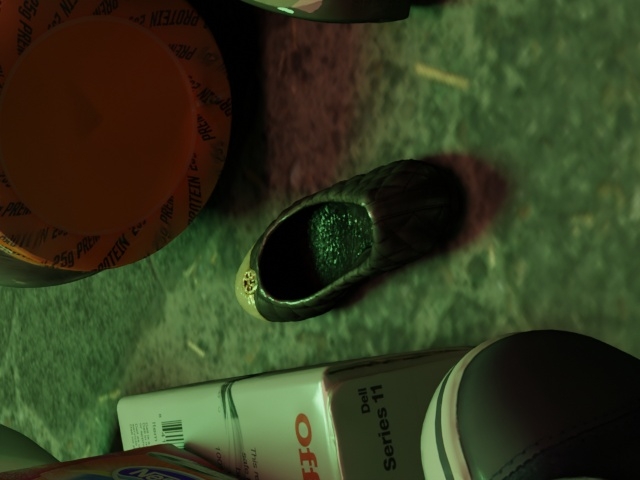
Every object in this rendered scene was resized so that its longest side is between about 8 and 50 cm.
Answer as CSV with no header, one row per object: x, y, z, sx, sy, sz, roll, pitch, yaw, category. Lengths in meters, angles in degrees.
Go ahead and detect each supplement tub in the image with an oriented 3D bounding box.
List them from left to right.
-0.193,-0.081,0.869,0.316,0.193,0.194,13,108,54,supplement tub

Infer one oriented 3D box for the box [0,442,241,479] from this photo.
-0.087,0.256,0.659,0.154,0.142,0.300,13,106,56,box

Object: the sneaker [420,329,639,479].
0.162,0.123,0.441,0.321,0.126,0.127,48,140,25,sneaker

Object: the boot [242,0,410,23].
-0.035,-0.209,0.702,0.236,0.085,0.179,30,120,43,boot

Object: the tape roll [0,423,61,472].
-0.241,0.248,0.931,0.100,0.286,0.286,21,114,54,tape roll

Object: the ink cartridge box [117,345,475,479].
-0.005,0.135,0.725,0.208,0.087,0.153,-14,85,58,ink cartridge box

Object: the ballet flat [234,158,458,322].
0.000,0.000,0.723,0.173,0.049,0.057,-31,70,55,ballet flat
